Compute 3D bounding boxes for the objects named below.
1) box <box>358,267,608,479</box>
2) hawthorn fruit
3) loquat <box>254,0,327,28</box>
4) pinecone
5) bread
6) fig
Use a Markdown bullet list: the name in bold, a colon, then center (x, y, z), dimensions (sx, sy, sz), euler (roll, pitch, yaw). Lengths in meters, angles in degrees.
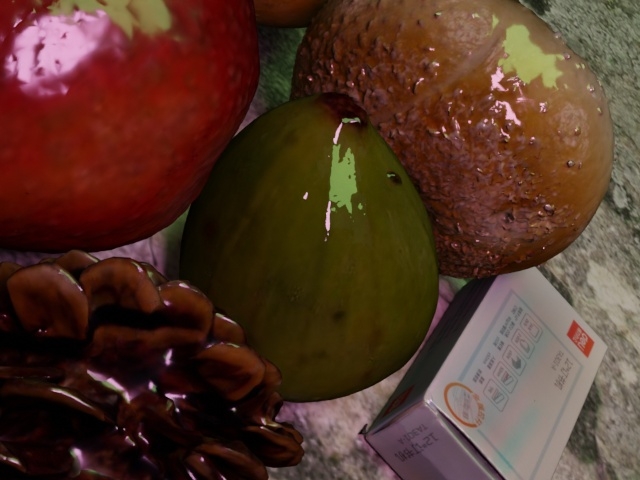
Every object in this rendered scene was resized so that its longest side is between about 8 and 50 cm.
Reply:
- **box**: center (0.147, 0.126, 1.110), dimensions (0.135, 0.079, 0.269), euler (47, 36, -4)
- **hawthorn fruit**: center (-0.192, -0.112, 0.816), dimensions (0.307, 0.265, 0.265), euler (-19, 74, -45)
- **loquat**: center (-0.032, -0.318, 1.162), dimensions (0.263, 0.263, 0.263), euler (28, 42, -28)
- **pinecone**: center (-0.139, 0.147, 0.682), dimensions (0.246, 0.246, 0.292), euler (31, 56, -25)
- **bread**: center (0.094, -0.085, 1.075), dimensions (0.305, 0.305, 0.159), euler (45, 65, -7)
- **fig**: center (0.000, 0.000, 0.949), dimensions (0.203, 0.225, 0.203), euler (12, 39, -10)
